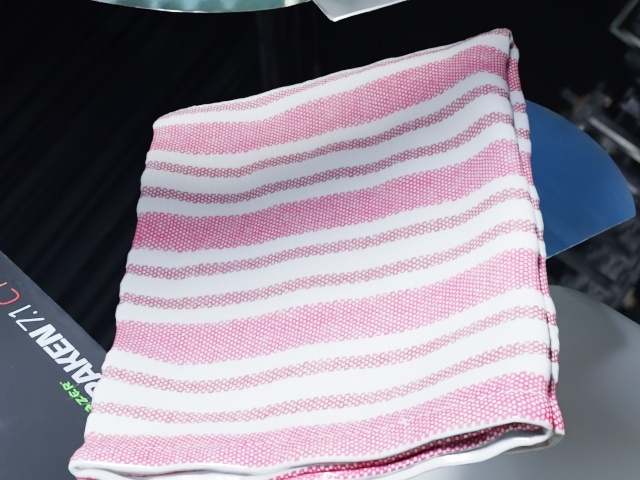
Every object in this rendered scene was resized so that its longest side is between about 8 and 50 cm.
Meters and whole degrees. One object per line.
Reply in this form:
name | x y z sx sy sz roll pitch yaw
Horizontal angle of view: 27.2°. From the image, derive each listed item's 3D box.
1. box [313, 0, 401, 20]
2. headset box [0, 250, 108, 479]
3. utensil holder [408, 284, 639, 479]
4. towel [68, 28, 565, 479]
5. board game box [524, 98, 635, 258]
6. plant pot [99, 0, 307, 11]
box | 0.059 -0.331 0.731 0.168 0.345 0.215 -8 -41 44
headset box | -0.254 0.116 0.631 0.246 0.283 0.131 40 -50 26
utensil holder | 0.236 0.249 0.995 0.385 0.327 0.327 39 -15 53
towel | 0.000 0.000 0.432 0.144 0.197 0.029 -12 -49 14
board game box | 0.127 -0.036 0.895 0.133 0.168 0.033 48 -43 24
plant pot | -0.106 -0.302 0.913 0.290 0.290 0.195 27 -55 27
